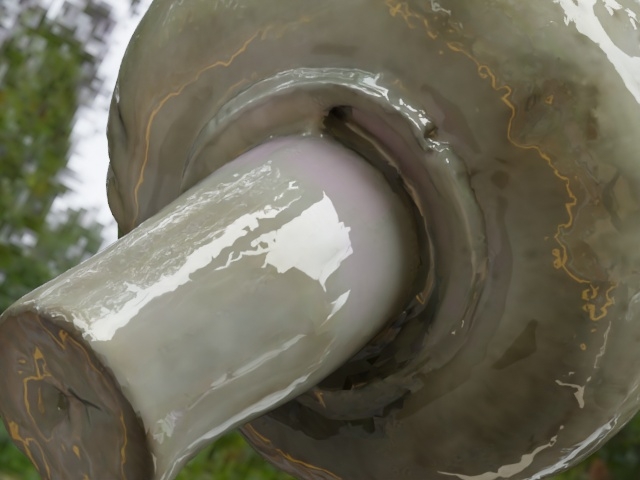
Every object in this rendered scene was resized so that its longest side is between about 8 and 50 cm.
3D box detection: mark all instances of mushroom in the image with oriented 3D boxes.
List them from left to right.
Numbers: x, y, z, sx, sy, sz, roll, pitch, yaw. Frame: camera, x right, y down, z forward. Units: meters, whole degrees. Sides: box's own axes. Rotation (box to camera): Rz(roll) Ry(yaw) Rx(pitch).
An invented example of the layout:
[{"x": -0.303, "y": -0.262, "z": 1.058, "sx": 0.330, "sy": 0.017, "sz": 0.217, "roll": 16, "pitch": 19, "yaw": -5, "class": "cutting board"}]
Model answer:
[{"x": 0.018, "y": 0.004, "z": 0.919, "sx": 0.315, "sy": 0.356, "sz": 0.315, "roll": 37, "pitch": -7, "yaw": 5, "class": "mushroom"}]
